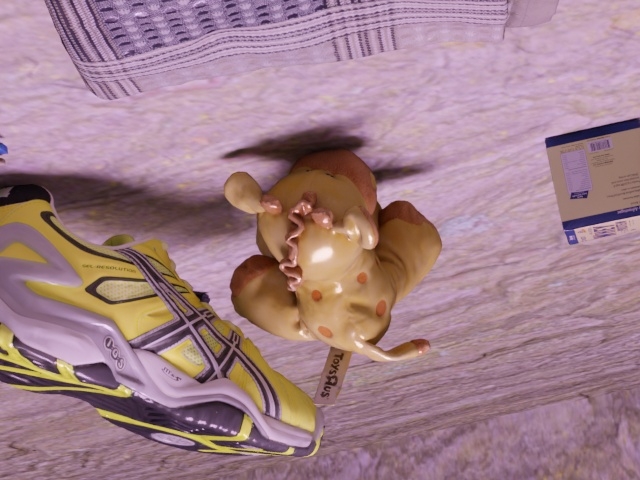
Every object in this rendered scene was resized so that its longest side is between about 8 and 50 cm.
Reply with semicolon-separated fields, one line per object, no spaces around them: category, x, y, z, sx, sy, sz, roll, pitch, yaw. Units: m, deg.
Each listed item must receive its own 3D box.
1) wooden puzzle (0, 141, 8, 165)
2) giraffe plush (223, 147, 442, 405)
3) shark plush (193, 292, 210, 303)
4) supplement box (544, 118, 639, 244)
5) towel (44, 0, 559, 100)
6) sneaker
wooden puzzle;-0.278;-0.057;1.349;0.116;0.014;0.078;-13;170;13
giraffe plush;0.000;0.000;1.494;0.181;0.210;0.170;-8;137;8
shark plush;-0.184;0.063;1.849;0.161;0.073;0.067;-25;-164;-34
supplement box;0.241;-0.049;1.569;0.083;0.083;0.056;-12;166;10
towel;0.002;-0.155;1.067;0.324;0.056;0.312;-10;165;-2
sneaker;-0.129;0.078;1.500;0.145;0.147;0.384;-7;153;43
